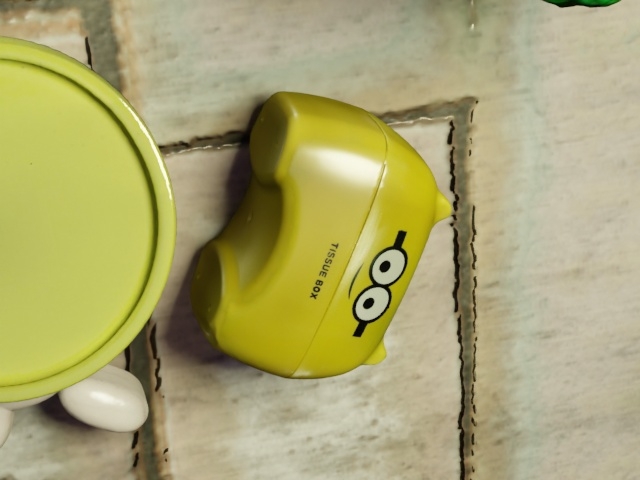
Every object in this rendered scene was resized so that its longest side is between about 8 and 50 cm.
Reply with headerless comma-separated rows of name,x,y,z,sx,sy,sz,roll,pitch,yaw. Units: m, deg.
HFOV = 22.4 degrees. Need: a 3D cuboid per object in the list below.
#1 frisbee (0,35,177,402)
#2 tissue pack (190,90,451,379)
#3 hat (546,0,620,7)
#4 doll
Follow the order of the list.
frisbee,-0.210,-0.012,1.030,0.236,0.017,0.236,-1,97,-6
tissue pack,0.000,0.000,1.065,0.127,0.123,0.178,18,107,-21
hat,0.101,-0.299,0.888,0.332,0.274,0.242,34,133,14
doll,-0.194,0.082,1.086,0.160,0.059,0.161,1,113,-15
